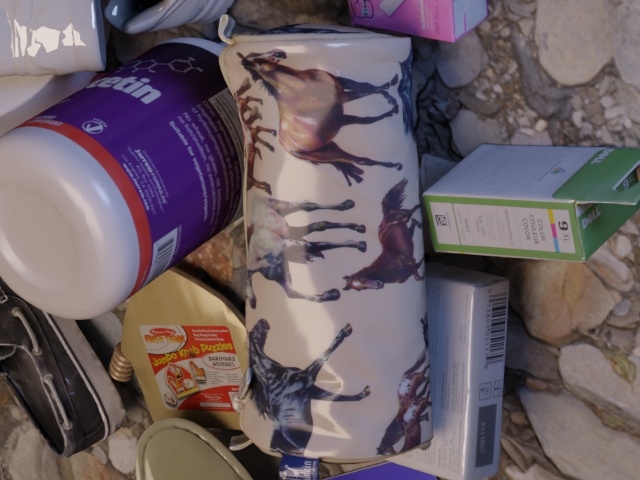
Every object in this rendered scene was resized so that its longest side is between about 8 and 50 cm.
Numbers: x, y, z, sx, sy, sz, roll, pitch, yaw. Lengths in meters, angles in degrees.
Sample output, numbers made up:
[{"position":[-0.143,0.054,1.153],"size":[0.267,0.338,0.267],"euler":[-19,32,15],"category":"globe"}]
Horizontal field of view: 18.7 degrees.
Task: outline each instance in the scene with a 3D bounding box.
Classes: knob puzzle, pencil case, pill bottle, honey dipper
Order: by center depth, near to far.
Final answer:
[{"position":[0.000,0.000,1.710],"size":[0.184,0.160,0.410],"euler":[-5,102,-7],"category":"pencil case"},{"position":[-0.156,-0.072,1.781],"size":[0.181,0.323,0.181],"euler":[19,127,28],"category":"pill bottle"},{"position":[-0.132,0.111,2.079],"size":[0.213,0.030,0.213],"euler":[16,124,26],"category":"knob puzzle"},{"position":[-0.202,0.090,2.127],"size":[0.030,0.030,0.160],"euler":[35,131,17],"category":"honey dipper"}]

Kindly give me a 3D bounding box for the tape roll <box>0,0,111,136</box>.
[{"position":[-0.348,-0.232,1.870],"size":[0.286,0.286,0.100],"euler":[41,176,11],"category":"tape roll"}]

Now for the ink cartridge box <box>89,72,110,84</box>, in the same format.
[{"position":[-0.256,-0.088,1.988],"size":[0.218,0.092,0.158],"euler":[2,137,36],"category":"ink cartridge box"}]

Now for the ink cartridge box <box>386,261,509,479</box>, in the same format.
[{"position":[0.072,0.111,1.840],"size":[0.232,0.066,0.189],"euler":[13,105,48],"category":"ink cartridge box"}]

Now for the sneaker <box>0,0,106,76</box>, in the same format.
[{"position":[-0.296,-0.288,1.770],"size":[0.169,0.108,0.292],"euler":[-8,80,1],"category":"sneaker"}]

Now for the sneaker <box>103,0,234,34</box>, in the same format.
[{"position":[-0.113,-0.299,1.746],"size":[0.111,0.129,0.297],"euler":[35,131,19],"category":"sneaker"}]

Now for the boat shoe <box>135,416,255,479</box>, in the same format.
[{"position":[-0.090,0.329,2.133],"size":[0.127,0.113,0.340],"euler":[-39,100,1],"category":"boat shoe"}]

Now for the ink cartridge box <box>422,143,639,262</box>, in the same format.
[{"position":[0.205,-0.033,1.671],"size":[0.209,0.109,0.062],"euler":[3,118,37],"category":"ink cartridge box"}]

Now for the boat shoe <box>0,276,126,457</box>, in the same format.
[{"position":[-0.342,0.109,2.182],"size":[0.301,0.102,0.108],"euler":[56,144,5],"category":"boat shoe"}]

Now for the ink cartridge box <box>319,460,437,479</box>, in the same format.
[{"position":[0.077,0.338,2.048],"size":[0.206,0.045,0.208],"euler":[-23,99,44],"category":"ink cartridge box"}]

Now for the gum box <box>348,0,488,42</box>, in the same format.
[{"position":[0.080,-0.264,1.660],"size":[0.107,0.062,0.188],"euler":[14,124,32],"category":"gum box"}]
